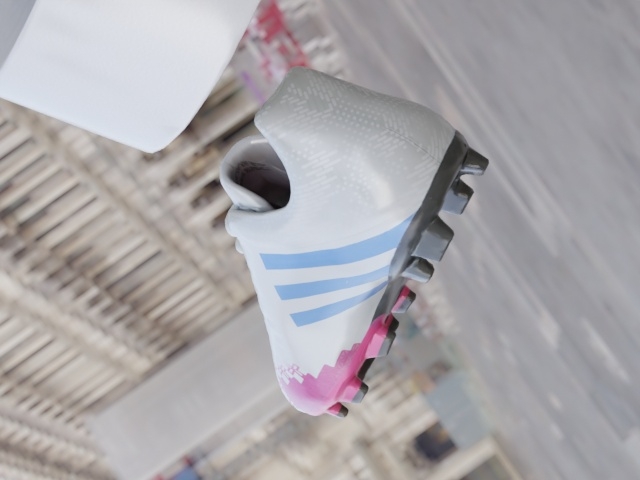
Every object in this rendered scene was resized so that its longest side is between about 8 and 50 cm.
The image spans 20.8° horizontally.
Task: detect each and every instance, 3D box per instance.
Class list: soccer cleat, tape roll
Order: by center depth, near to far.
[{"bbox_3d":[-0.086,-0.195,0.932,0.100,0.286,0.286,21,-169,-17],"label":"tape roll"},{"bbox_3d":[0.000,0.000,1.086,0.143,0.116,0.331,28,150,3],"label":"soccer cleat"}]
